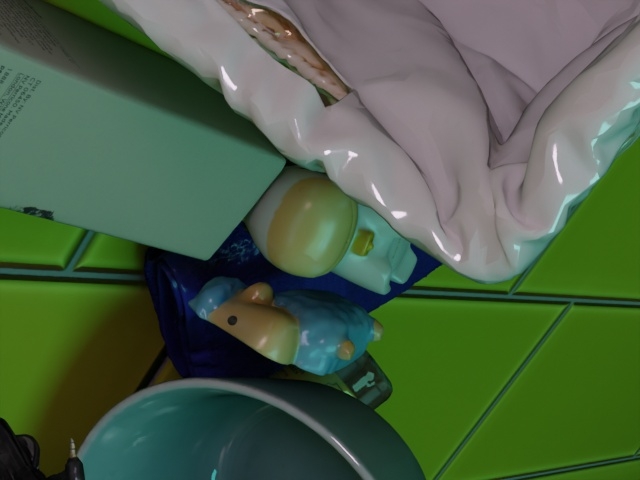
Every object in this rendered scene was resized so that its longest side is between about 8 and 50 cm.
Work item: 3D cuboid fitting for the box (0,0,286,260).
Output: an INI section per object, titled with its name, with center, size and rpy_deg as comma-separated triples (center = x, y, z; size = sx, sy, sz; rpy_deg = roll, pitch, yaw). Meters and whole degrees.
[box]
center = -0.149, -0.073, 0.792
size = 0.094, 0.113, 0.275
rpy_deg = -51, 148, 13

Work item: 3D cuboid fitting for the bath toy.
[bath toy]
center = 0.032, -0.085, 0.921
size = 0.348, 0.129, 0.151
rpy_deg = -65, 163, 10

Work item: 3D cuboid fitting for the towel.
[towel]
center = 0.000, 0.000, 1.107
size = 0.308, 0.076, 0.227
rpy_deg = -31, 151, -19

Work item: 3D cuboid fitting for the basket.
[basket]
center = 0.075, -0.210, 0.631
size = 0.331, 0.328, 0.266
rpy_deg = -56, 166, 19

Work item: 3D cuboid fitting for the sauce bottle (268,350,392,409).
[sauce bottle]
center = -0.090, 0.212, 1.218
size = 0.344, 0.111, 0.111
rpy_deg = -42, 150, -4

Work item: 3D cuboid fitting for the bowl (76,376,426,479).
[bowl]
center = -0.031, 0.233, 1.054
size = 0.163, 0.311, 0.311
rpy_deg = -28, 151, -59

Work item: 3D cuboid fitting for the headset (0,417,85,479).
[headset]
center = -0.302, 0.076, 0.705
size = 0.243, 0.185, 0.394
rpy_deg = -51, 136, 7
